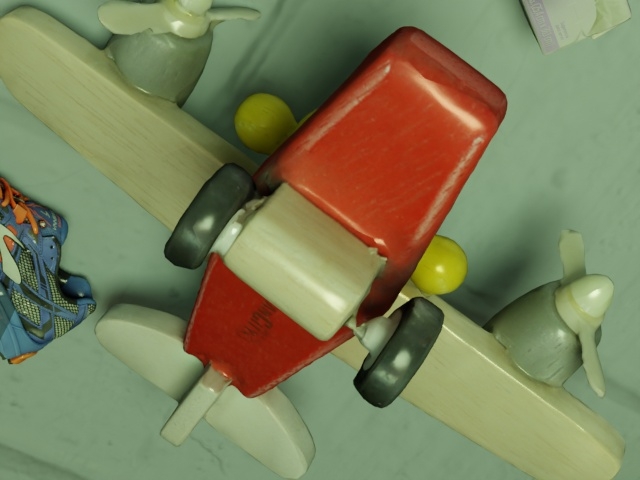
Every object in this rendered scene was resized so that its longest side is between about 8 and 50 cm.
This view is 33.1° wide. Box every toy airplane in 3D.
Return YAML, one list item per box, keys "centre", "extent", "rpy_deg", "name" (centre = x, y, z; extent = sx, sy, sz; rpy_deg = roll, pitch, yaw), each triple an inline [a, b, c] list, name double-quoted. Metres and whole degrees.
- centre: [0.000, 0.000, 0.720]
  extent: [0.384, 0.272, 0.386]
  rpy_deg: [10, 144, 38]
  name: "toy airplane"

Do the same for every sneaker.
- centre: [-0.234, -0.012, 0.793]
  extent: [0.087, 0.083, 0.221]
  rpy_deg: [-21, 129, -4]
  name: "sneaker"

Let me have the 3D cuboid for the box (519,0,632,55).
- centre: [0.103, -0.263, 0.633]
  extent: [0.063, 0.067, 0.324]
  rpy_deg: [-23, 121, 12]
  name: "box"
